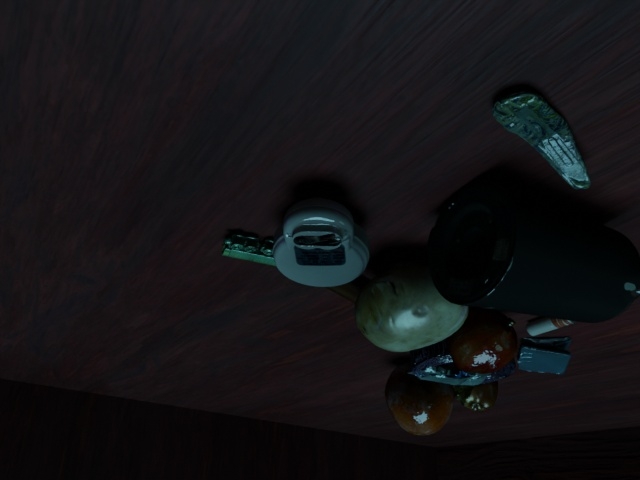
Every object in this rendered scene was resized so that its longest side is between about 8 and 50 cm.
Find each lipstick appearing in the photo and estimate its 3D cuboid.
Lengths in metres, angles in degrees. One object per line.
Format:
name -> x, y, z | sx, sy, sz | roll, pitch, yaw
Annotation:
lipstick -> 0.600, 0.214, 1.351 | 0.039, 0.038, 0.131 | 17, 149, -23
lipstick -> 0.113, 0.137, 1.245 | 0.057, 0.057, 0.357 | -20, 144, 36

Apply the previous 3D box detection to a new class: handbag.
handbag -> 0.680, 0.353, 1.588 | 0.144, 0.057, 0.221 | 0, 152, 16

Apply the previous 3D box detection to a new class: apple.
apple -> 0.522, 0.490, 1.746 | 0.147, 0.158, 0.156 | 20, 143, -32

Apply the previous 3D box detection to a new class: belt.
belt -> 0.417, 0.340, 1.526 | 0.325, 0.122, 0.260 | 15, 143, -26

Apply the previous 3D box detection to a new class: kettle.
kettle -> 0.355, 0.046, 0.909 | 0.308, 0.203, 0.262 | 13, 148, -24

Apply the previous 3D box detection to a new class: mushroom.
mushroom -> 0.191, 0.134, 1.098 | 0.255, 0.184, 0.254 | 4, 149, 3

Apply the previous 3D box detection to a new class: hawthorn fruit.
hawthorn fruit -> 0.410, 0.245, 1.306 | 0.169, 0.169, 0.188 | 13, 135, -17
hawthorn fruit -> 0.345, 0.540, 1.744 | 0.231, 0.262, 0.235 | -34, -173, 3

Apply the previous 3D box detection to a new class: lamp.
lamp -> 0.000, -0.003, 0.945 | 0.180, 0.107, 0.246 | -3, 150, 2

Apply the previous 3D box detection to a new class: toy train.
toy train -> -0.129, 0.019, 1.073 | 0.148, 0.038, 0.071 | 13, 153, -18

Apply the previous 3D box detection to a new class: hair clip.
hair clip -> 0.319, -0.141, 0.730 | 0.229, 0.036, 0.066 | 32, 136, -32
